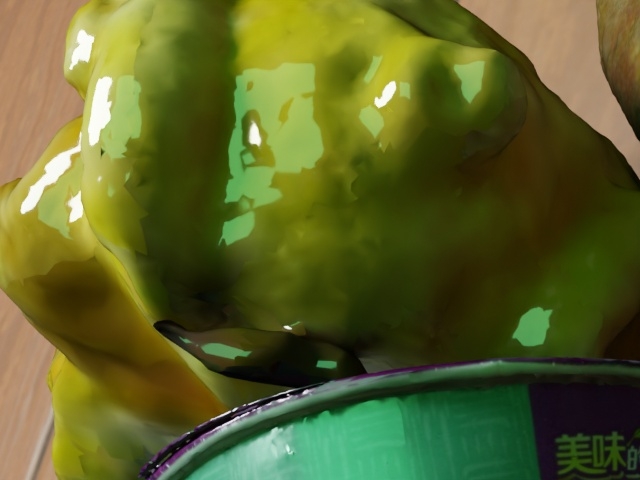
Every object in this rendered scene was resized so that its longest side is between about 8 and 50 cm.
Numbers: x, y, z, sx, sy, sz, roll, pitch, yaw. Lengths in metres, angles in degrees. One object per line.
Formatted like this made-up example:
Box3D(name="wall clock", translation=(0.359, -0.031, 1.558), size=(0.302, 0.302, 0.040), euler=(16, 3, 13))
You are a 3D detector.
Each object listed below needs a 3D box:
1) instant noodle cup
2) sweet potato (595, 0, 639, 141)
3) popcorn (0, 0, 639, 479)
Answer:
Box3D(name="instant noodle cup", translation=(0.059, 0.176, 0.675), size=(0.251, 0.251, 0.190), euler=(-25, 57, 35))
Box3D(name="sweet potato", translation=(0.192, -0.061, 0.774), size=(0.131, 0.131, 0.336), euler=(-42, 42, 19))
Box3D(name="popcorn", translation=(0.000, 0.000, 0.804), size=(0.316, 0.297, 0.281), euler=(-7, 47, 42))
